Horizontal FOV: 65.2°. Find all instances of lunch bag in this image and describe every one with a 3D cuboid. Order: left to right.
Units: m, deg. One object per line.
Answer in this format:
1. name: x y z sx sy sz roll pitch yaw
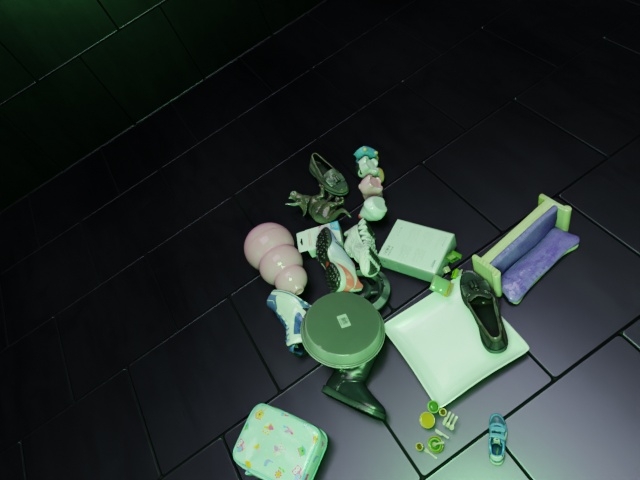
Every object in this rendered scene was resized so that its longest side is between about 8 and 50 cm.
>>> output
1. lunch bag: -0.135 0.671 1.614 0.279 0.108 0.224 12 67 30

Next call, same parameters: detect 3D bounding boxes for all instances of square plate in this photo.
1. square plate: 0.439 0.326 1.666 0.347 0.049 0.344 -32 52 -2

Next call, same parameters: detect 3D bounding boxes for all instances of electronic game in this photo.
1. electronic game: 0.148 0.191 1.872 0.229 0.048 0.229 -10 46 10

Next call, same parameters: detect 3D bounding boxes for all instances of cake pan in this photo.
1. cake pan: 0.076 0.292 1.708 0.293 0.054 0.293 -1 48 1

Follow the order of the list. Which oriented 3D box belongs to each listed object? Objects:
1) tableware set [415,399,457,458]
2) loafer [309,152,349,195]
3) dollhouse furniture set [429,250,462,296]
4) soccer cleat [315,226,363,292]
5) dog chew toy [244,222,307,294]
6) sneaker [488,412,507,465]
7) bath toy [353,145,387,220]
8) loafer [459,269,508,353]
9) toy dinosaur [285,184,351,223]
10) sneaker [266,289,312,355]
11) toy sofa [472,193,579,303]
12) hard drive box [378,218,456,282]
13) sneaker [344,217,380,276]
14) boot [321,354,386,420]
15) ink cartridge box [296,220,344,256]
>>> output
1. tableware set: 0.341 0.573 1.521 0.104 0.024 0.154 27 89 33
2. loafer: 0.029 -0.296 2.222 0.096 0.084 0.267 -26 48 -22
3. dollhouse furniture set: 0.442 0.115 1.725 0.076 0.058 0.151 28 66 -4
4. soccer cleat: 0.066 0.076 1.907 0.108 0.116 0.318 -59 33 33
5. dog chew toy: -0.165 0.083 1.981 0.207 0.206 0.332 -35 58 -4
6. sneaker: 0.517 0.574 1.458 0.053 0.059 0.144 -4 55 22
7. bath toy: 0.205 -0.221 2.090 0.129 0.151 0.348 -40 42 44
8. loafer: 0.529 0.212 1.618 0.109 0.095 0.302 -18 52 8
9. toy dinosaur: 0.014 -0.133 2.128 0.313 0.121 0.160 34 86 31
10. sneaker: -0.094 0.314 1.832 0.315 0.127 0.182 22 65 30
11. toy sofa: 0.707 0.029 1.703 0.362 0.150 0.177 -40 51 -8
12. hard drive box: 0.362 0.039 1.869 0.232 0.089 0.181 18 66 31
13. sneaker: 0.156 0.041 1.935 0.118 0.110 0.292 -24 36 16
14. boot: 0.142 0.456 1.662 0.246 0.094 0.207 16 68 36
15. ink cartridge box: 0.000 0.000 2.053 0.181 0.061 0.104 -16 54 10
